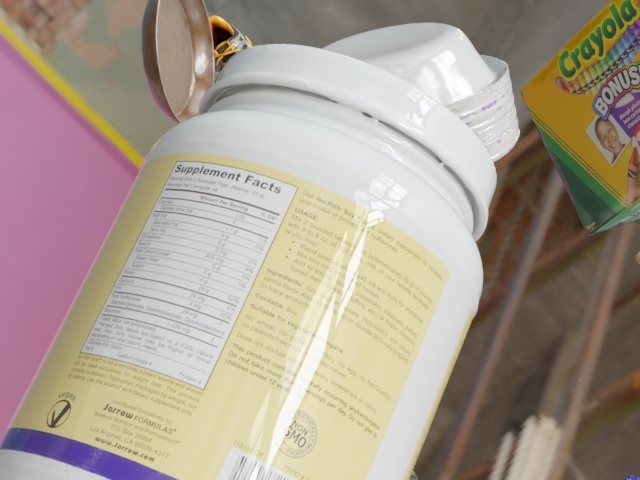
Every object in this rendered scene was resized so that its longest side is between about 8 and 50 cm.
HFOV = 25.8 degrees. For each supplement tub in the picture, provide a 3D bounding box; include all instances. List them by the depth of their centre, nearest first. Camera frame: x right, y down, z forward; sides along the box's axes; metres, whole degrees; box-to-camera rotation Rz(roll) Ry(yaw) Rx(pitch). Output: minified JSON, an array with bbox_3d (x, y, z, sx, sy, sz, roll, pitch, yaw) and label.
[{"bbox_3d":[-0.039,0.069,0.883,0.241,0.241,0.331,-25,-142,63],"label":"supplement tub"}]

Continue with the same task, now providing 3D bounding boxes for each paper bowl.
[{"bbox_3d":[0.086,-0.166,1.663,0.284,0.148,0.284,-11,-159,4],"label":"paper bowl"}]

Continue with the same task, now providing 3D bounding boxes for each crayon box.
[{"bbox_3d":[0.309,-0.138,1.268,0.081,0.165,0.278,-15,164,-28],"label":"crayon box"}]

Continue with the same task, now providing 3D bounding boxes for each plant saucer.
[{"bbox_3d":[-0.156,-0.204,1.508,0.029,0.168,0.168,-2,-154,17],"label":"plant saucer"}]

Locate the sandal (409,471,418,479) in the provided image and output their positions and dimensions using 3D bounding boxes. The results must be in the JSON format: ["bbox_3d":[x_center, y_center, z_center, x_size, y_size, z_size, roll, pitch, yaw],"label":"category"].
[{"bbox_3d":[0.011,0.362,1.546,0.446,0.167,0.107,-30,134,-67],"label":"sandal"}]

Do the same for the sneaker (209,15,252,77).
[{"bbox_3d":[-0.132,-0.268,2.162,0.084,0.083,0.215,-36,-132,5],"label":"sneaker"}]

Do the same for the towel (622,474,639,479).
[{"bbox_3d":[0.391,0.488,1.899,0.227,0.076,0.308,-16,124,-70],"label":"towel"}]

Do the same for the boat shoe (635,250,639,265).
[{"bbox_3d":[0.452,0.012,1.768,0.135,0.045,0.050,-16,140,-40],"label":"boat shoe"}]
